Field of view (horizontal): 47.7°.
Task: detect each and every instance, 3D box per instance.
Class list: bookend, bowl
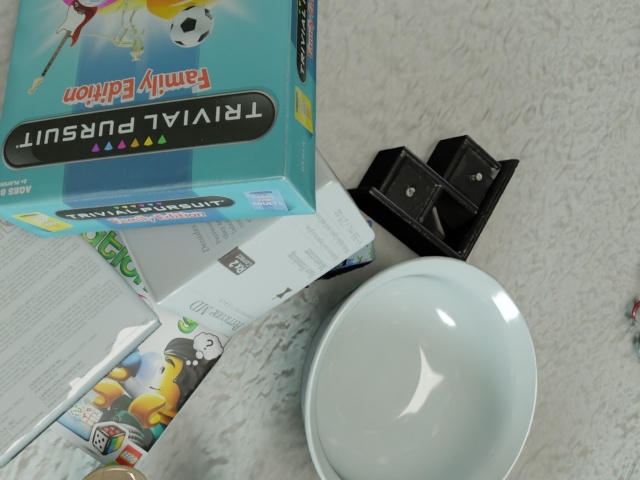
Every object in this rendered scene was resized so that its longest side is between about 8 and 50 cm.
[{"bbox_3d":[0.136,-0.075,0.880,0.156,0.072,0.157,37,76,-21],"label":"bookend"},{"bbox_3d":[0.092,0.164,0.832,0.298,0.134,0.298,0,91,-25],"label":"bowl"}]

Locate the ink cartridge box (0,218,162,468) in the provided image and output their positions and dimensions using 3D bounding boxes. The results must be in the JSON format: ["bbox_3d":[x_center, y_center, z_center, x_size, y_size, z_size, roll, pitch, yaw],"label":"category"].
[{"bbox_3d":[-0.289,0.052,0.648,0.189,0.066,0.232,-43,87,-17],"label":"ink cartridge box"}]

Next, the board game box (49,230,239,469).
[{"bbox_3d":[-0.250,0.069,0.712,0.305,0.053,0.193,42,74,-20],"label":"board game box"}]

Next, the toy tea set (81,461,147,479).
[{"bbox_3d":[-0.105,0.311,0.749,0.200,0.124,0.336,-31,124,5],"label":"toy tea set"}]

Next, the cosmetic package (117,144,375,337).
[{"bbox_3d":[-0.075,-0.030,0.680,0.183,0.151,0.151,-35,64,4],"label":"cosmetic package"}]

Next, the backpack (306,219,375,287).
[{"bbox_3d":[0.000,0.000,0.801,0.114,0.105,0.084,-10,96,-30],"label":"backpack"}]

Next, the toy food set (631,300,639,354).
[{"bbox_3d":[0.531,0.067,1.075,0.111,0.104,0.232,38,94,-35],"label":"toy food set"}]

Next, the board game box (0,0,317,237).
[{"bbox_3d":[-0.132,-0.181,0.619,0.253,0.079,0.336,-5,71,16],"label":"board game box"}]
